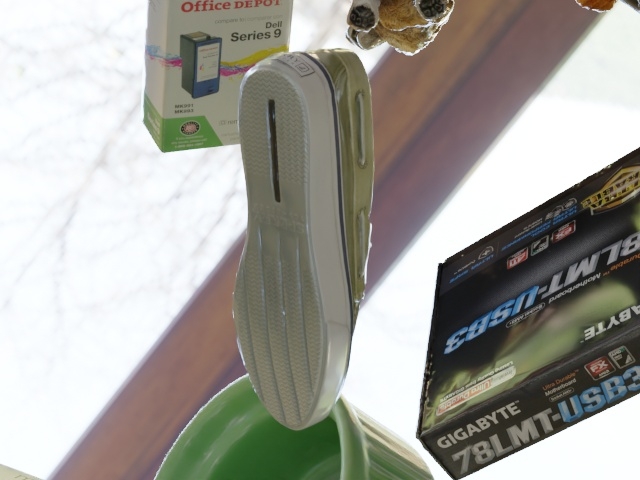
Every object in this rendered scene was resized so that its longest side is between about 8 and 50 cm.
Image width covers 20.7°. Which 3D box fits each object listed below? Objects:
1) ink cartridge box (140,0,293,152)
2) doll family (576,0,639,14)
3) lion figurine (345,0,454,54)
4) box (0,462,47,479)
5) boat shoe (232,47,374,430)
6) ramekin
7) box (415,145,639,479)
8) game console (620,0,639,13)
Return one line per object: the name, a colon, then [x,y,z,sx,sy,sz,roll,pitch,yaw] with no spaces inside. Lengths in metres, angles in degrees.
ink cartridge box: [-0.121,-0.219,2.033,0.154,0.212,0.093,-7,-146,-21]
doll family: [0.229,-0.270,1.325,0.118,0.163,0.263,-6,-113,-51]
lion figurine: [0.044,-0.355,1.827,0.240,0.142,0.392,-84,-23,-61]
box: [-0.457,0.325,1.983,0.262,0.127,0.231,16,-166,20]
boat shoe: [0.000,0.000,1.334,0.094,0.302,0.109,-20,-149,-40]
ramekin: [-0.028,0.282,1.634,0.148,0.303,0.303,30,-163,-33]
box: [0.231,0.052,1.596,0.073,0.295,0.293,50,-154,-20]
game console: [0.294,-0.392,1.660,0.060,0.342,0.386,-10,-145,-26]
